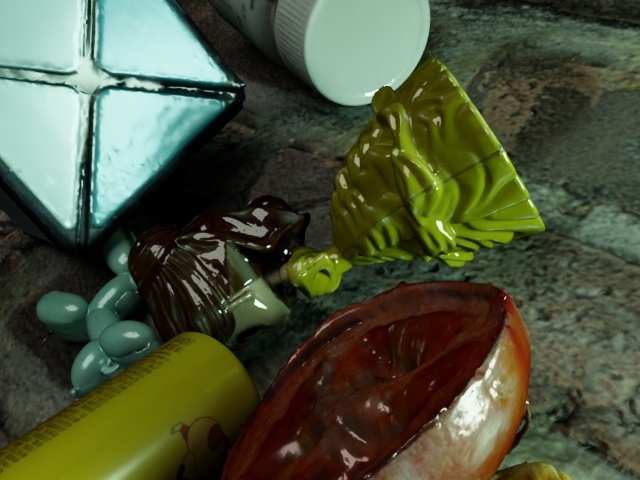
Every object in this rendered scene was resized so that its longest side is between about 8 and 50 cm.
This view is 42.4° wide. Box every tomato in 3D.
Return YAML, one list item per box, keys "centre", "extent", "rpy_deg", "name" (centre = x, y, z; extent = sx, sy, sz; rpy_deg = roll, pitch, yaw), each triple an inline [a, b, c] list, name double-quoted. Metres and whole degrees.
- centre: [0.043, 0.124, 0.540]
  extent: [0.228, 0.101, 0.228]
  rpy_deg: [-32, 14, 9]
  name: "tomato"

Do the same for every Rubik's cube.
- centre: [-0.272, -0.159, 0.844]
  extent: [0.246, 0.248, 0.250]
  rpy_deg: [-48, 29, -17]
  name: "Rubik's cube"

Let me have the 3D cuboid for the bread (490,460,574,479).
- centre: [0.111, 0.178, 0.488]
  extent: [0.110, 0.044, 0.083]
  rpy_deg: [-37, 32, -15]
  name: "bread"

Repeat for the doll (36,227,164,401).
- centre: [-0.189, 0.072, 0.763]
  extent: [0.158, 0.059, 0.159]
  rpy_deg: [20, 61, 39]
  name: "doll"

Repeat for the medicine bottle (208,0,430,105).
- centre: [-0.014, -0.271, 0.911]
  extent: [0.165, 0.165, 0.273]
  rpy_deg: [-35, 44, -5]
  name: "medicine bottle"

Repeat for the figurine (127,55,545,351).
- centre: [0.002, 0.004, 0.678]
  extent: [0.315, 0.168, 0.187]
  rpy_deg: [-32, 27, 11]
  name: "figurine"

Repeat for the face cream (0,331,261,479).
- centre: [-0.187, 0.182, 0.525]
  extent: [0.105, 0.105, 0.348]
  rpy_deg: [14, 31, 36]
  name: "face cream"
